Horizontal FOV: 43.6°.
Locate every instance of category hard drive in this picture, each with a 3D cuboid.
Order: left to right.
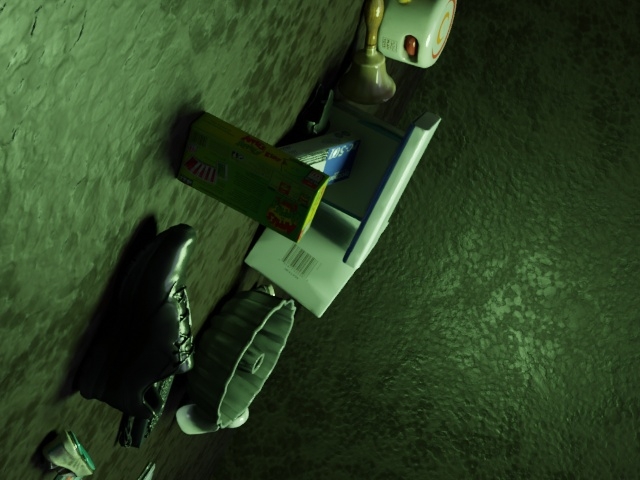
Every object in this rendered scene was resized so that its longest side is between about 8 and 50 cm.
[{"bbox_3d":[0.150,-0.110,1.670,0.318,0.040,0.210,-64,173,21],"label":"hard drive"}]

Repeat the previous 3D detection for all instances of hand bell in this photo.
[{"bbox_3d":[0.104,-0.415,1.660,0.242,0.126,0.126,92,24,-48],"label":"hand bell"}]

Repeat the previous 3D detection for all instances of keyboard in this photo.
[{"bbox_3d":[-0.318,0.295,1.514,0.201,0.033,0.317,-54,170,-49],"label":"keyboard"}]

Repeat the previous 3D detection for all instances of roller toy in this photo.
[{"bbox_3d":[0.211,-0.502,1.820,0.209,0.146,0.191,-31,140,-68],"label":"roller toy"}]

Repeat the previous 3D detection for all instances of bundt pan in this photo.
[{"bbox_3d":[-0.191,0.251,1.821,0.330,0.124,0.330,-55,164,-24],"label":"bundt pan"}]

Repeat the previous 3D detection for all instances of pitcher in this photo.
[{"bbox_3d":[-0.234,0.393,1.988,0.207,0.178,0.125,-49,137,-57],"label":"pitcher"}]

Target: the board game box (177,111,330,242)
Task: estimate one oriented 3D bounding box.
[{"bbox_3d":[-0.088,-0.081,1.029,0.043,0.181,0.092,-55,171,-50],"label":"board game box"}]

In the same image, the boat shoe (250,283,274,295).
[{"bbox_3d":[-0.180,0.182,2.126,0.065,0.075,0.206,-7,149,-26],"label":"boat shoe"}]

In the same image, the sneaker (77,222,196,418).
[{"bbox_3d":[-0.217,0.112,1.080,0.286,0.130,0.109,-65,171,17],"label":"sneaker"}]

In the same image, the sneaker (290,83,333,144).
[{"bbox_3d":[-0.026,-0.218,1.580,0.170,0.051,0.089,-56,163,-11],"label":"sneaker"}]

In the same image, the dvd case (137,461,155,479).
[{"bbox_3d":[-0.466,0.656,1.946,0.164,0.018,0.221,-55,171,-45],"label":"dvd case"}]

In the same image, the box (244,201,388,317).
[{"bbox_3d":[0.000,0.000,1.884,0.168,0.215,0.345,-55,177,23],"label":"box"}]

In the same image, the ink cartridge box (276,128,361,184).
[{"bbox_3d":[-0.016,-0.149,1.565,0.207,0.046,0.097,-21,141,-42],"label":"ink cartridge box"}]

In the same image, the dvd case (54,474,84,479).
[{"bbox_3d":[-0.406,0.389,1.279,0.087,0.013,0.119,-57,171,-35],"label":"dvd case"}]

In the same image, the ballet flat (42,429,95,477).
[{"bbox_3d":[-0.367,0.312,1.152,0.052,0.057,0.168,-30,158,-19],"label":"ballet flat"}]

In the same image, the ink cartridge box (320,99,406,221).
[{"bbox_3d":[0.071,-0.187,1.804,0.197,0.198,0.270,-64,173,14],"label":"ink cartridge box"}]
